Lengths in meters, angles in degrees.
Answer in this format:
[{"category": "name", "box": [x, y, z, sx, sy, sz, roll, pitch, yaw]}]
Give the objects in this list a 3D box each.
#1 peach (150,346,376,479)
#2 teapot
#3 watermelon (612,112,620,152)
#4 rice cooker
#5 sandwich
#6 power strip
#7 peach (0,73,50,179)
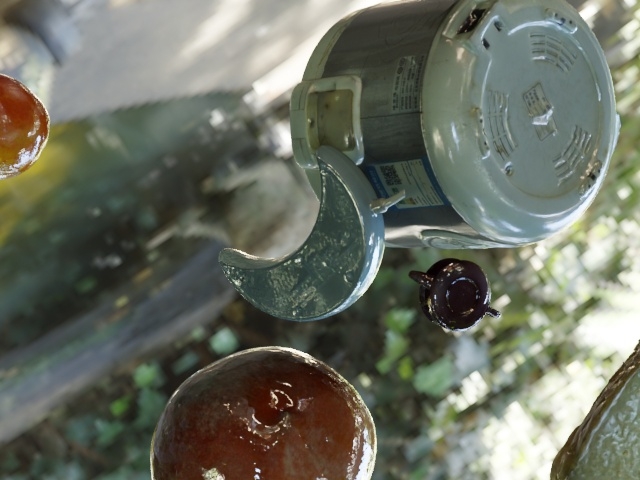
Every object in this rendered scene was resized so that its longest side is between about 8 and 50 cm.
[{"category": "peach", "box": [-0.066, 0.232, 1.867, 0.252, 0.252, 0.252, -34, 174, -4]}, {"category": "teapot", "box": [0.127, 0.051, 1.593, 0.068, 0.100, 0.045, -65, -154, -3]}, {"category": "watermelon", "box": [0.243, -0.209, 2.092, 0.148, 0.318, 0.226, -59, -170, 6]}, {"category": "rice cooker", "box": [0.134, -0.125, 1.762, 0.288, 0.288, 0.277, -29, -162, -38]}, {"category": "sandwich", "box": [0.393, 0.238, 1.777, 0.226, 0.251, 0.087, -57, -177, 3]}, {"category": "power strip", "box": [0.000, 0.000, 1.677, 0.216, 0.137, 0.044, -43, 171, 31]}, {"category": "peach", "box": [-0.286, -0.096, 1.424, 0.101, 0.101, 0.101, -34, 174, -4]}]
